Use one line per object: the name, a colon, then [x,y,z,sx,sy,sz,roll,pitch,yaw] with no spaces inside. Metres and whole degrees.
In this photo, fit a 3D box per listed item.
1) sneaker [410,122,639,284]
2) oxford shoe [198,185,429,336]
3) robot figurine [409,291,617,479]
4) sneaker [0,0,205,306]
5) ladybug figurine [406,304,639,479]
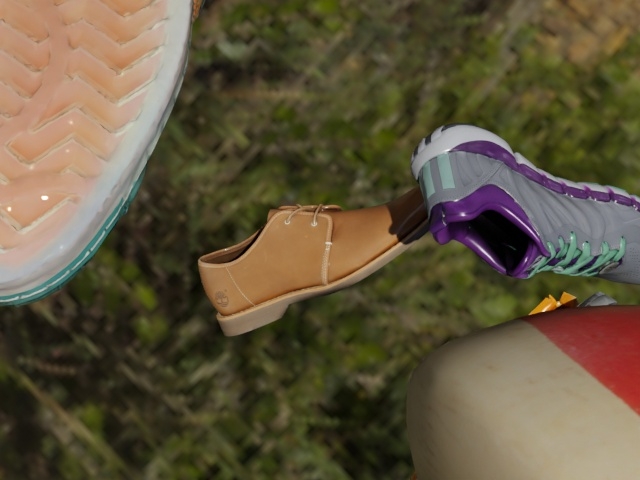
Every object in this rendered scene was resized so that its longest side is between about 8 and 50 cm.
sneaker: [0.159,0.005,1.332,0.223,0.098,0.083,21,133,-22]
oxford shoe: [0.000,0.000,1.477,0.212,0.076,0.076,-25,-169,14]
robot figurine: [0.158,0.166,1.534,0.291,0.085,0.211,-52,148,-11]
sneaker: [-0.094,-0.092,0.788,0.121,0.108,0.302,88,12,-59]
ladybug figurine: [0.177,0.147,0.801,0.162,0.449,0.305,-36,107,-6]
